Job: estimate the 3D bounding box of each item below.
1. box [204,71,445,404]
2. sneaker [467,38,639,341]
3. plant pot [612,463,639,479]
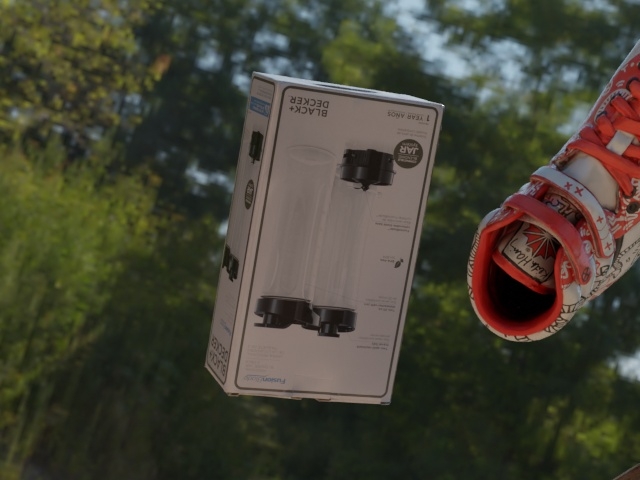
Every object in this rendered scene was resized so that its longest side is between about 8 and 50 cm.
[{"bbox_3d":[0.000,0.000,1.263,0.169,0.289,0.087,5,10,-21],"label":"box"},{"bbox_3d":[0.187,-0.046,0.842,0.090,0.270,0.145,41,39,15],"label":"sneaker"},{"bbox_3d":[0.299,0.267,1.047,0.167,0.167,0.165,25,31,-49],"label":"plant pot"}]
